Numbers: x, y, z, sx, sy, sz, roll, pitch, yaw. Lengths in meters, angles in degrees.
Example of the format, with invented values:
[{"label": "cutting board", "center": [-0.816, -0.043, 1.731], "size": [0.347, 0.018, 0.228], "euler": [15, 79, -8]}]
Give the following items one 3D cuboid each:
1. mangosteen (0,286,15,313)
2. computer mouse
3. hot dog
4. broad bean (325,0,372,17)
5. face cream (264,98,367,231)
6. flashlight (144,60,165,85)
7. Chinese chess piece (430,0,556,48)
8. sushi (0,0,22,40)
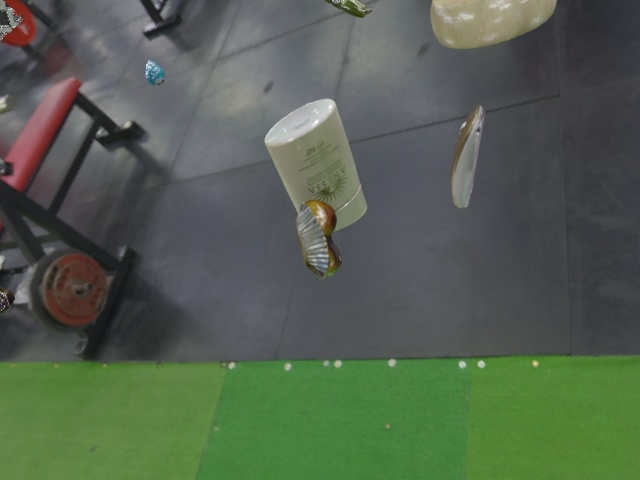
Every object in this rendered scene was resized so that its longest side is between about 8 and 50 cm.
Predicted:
[{"label": "mangosteen", "center": [-0.705, 0.058, 0.918], "size": [0.293, 0.297, 0.297], "euler": [-13, 47, -3]}, {"label": "computer mouse", "center": [0.327, -0.186, 1.271], "size": [0.056, 0.245, 0.126], "euler": [12, 48, 14]}, {"label": "hot dog", "center": [0.000, 0.000, 1.163], "size": [0.081, 0.270, 0.163], "euler": [-12, 88, 0]}, {"label": "broad bean", "center": [0.038, -0.624, 1.435], "size": [0.052, 0.052, 0.256], "euler": [-36, 53, -8]}, {"label": "face cream", "center": [0.001, -0.145, 1.286], "size": [0.173, 0.349, 0.081], "euler": [-33, 51, -8]}, {"label": "flashlight", "center": [-0.444, -0.452, 1.498], "size": [0.051, 0.051, 0.129], "euler": [-37, 41, 5]}, {"label": "Chinese chess piece", "center": [0.351, -0.486, 1.159], "size": [0.249, 0.103, 0.250], "euler": [-17, 31, 10]}, {"label": "sushi", "center": [-0.559, -0.351, 0.885], "size": [0.126, 0.120, 0.026], "euler": [-45, 22, -1]}]
